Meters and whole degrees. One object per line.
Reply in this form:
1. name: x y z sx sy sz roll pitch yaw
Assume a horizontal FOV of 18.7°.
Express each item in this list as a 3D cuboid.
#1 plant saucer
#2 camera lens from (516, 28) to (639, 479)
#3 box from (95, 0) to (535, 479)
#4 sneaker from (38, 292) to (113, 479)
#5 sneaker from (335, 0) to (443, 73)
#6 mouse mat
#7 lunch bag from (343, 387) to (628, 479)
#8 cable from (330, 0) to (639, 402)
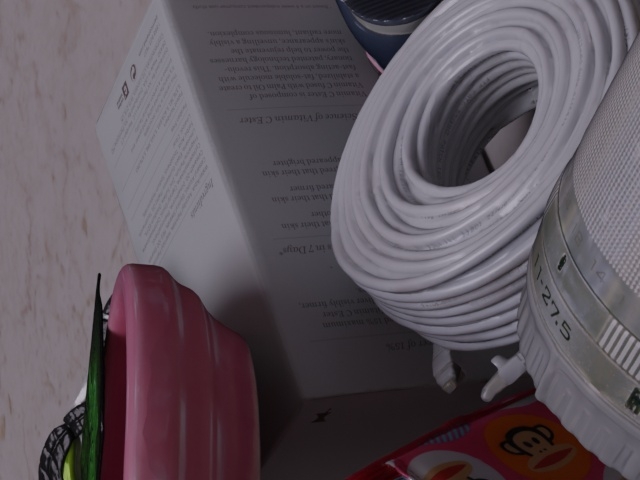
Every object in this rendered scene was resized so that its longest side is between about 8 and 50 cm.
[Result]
1. plant saucer: -0.094 0.182 1.204 0.332 0.084 0.332 -177 90 -81
2. camera lens: 0.238 -0.024 0.962 0.219 0.219 0.274 62 143 37
3. box: 0.000 0.000 1.401 0.168 0.215 0.345 -57 44 48
4. sneaker: -0.153 0.127 1.797 0.111 0.121 0.300 39 110 20
5. sneaker: 0.042 -0.242 1.421 0.131 0.112 0.319 64 -163 -53
6. mouse mat: -0.154 0.129 1.310 0.190 0.007 0.153 -104 20 -59
7. lunch bag: 0.091 0.233 1.181 0.120 0.293 0.258 35 125 33
8. cable: 0.113 -0.058 1.212 0.257 0.089 0.257 -47 35 14
